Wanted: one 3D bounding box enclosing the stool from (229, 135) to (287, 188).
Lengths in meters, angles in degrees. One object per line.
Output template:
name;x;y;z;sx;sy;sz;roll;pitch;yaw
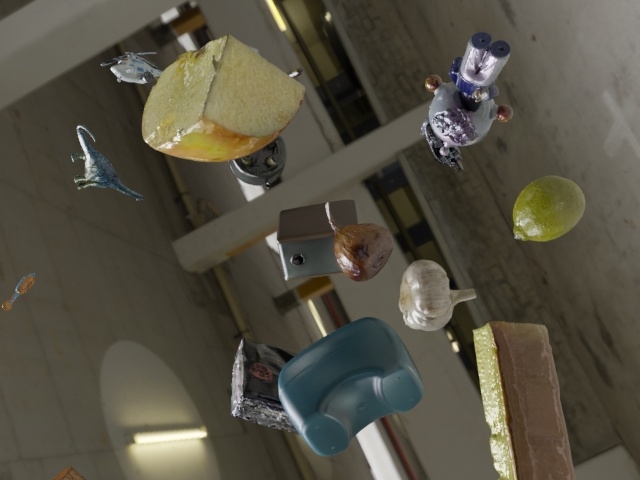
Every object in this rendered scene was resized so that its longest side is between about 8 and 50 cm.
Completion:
stool;-0.184;-0.254;1.803;0.228;0.153;0.139;46;163;4

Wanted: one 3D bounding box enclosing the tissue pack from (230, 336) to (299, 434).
tissue pack;-0.063;0.382;1.724;0.332;0.123;0.245;20;-153;-16

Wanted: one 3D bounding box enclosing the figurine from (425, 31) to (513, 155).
figurine;0.328;-0.307;1.430;0.193;0.133;0.274;37;149;-10

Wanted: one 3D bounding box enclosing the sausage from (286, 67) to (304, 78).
sausage;-0.116;-0.524;2.146;0.025;0.028;0.198;29;162;-33

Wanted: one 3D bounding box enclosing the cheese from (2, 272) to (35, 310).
cheese;-0.744;0.125;1.646;0.017;0.111;0.047;28;159;16

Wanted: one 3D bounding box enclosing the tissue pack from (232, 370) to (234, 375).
tissue pack;-0.179;0.386;1.903;0.085;0.111;0.079;-5;-107;-52

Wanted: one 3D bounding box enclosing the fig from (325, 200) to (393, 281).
fig;0.068;0.002;1.618;0.201;0.146;0.134;35;140;17

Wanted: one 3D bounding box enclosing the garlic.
garlic;0.343;0.163;1.936;0.218;0.211;0.219;179;90;-81

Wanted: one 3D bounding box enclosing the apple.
apple;-0.226;-0.289;1.409;0.309;0.314;0.252;-10;105;51

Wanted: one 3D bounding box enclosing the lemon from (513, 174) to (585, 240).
lemon;0.659;-0.091;1.943;0.184;0.248;0.184;50;166;17

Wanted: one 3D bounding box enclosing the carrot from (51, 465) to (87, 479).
carrot;-0.498;0.648;1.521;0.302;0.138;0.139;48;-174;-5

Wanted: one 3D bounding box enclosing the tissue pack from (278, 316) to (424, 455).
tissue pack;0.056;0.296;1.423;0.198;0.287;0.206;58;179;-42

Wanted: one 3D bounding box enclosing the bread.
bread;0.357;0.325;1.158;0.077;0.138;0.362;-38;50;54

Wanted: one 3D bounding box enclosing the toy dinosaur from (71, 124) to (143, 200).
toy dinosaur;-0.673;-0.216;2.009;0.363;0.147;0.077;69;-168;-53

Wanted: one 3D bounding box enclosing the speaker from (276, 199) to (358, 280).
speaker;0.000;0.000;1.907;0.193;0.230;0.153;-92;-7;-56

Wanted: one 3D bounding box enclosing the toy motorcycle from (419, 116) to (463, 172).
toy motorcycle;0.350;-0.281;1.933;0.215;0.080;0.123;35;-146;-49

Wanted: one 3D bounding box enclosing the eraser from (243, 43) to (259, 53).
eraser;-0.284;-0.518;1.948;0.210;0.124;0.068;-4;82;55

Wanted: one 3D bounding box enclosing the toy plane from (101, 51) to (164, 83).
toy plane;-0.577;-0.558;2.224;0.273;0.181;0.108;3;-99;-65
